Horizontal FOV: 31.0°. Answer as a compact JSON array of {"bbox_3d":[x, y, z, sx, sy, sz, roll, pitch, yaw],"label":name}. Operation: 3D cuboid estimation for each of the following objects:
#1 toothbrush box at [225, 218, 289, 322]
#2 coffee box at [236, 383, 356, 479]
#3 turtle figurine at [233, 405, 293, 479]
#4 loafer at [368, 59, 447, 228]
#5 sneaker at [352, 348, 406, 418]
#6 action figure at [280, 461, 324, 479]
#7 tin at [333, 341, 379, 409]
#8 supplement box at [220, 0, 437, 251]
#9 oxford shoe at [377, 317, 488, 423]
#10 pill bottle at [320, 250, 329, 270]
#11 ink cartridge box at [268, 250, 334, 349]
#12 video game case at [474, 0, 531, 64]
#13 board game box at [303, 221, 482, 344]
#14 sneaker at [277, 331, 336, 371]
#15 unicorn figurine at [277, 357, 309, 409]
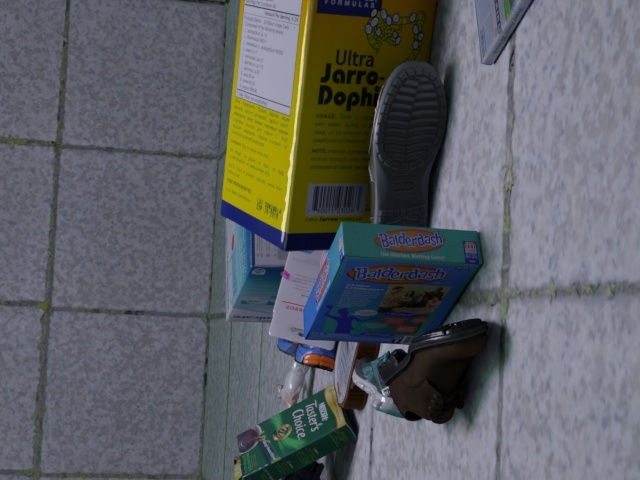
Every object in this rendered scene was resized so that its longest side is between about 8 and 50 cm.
[{"bbox_3d":[-0.093,0.004,2.103,0.295,0.126,0.216,119,151,-65],"label":"toothbrush box"},{"bbox_3d":[-0.040,0.305,1.797,0.040,0.184,0.113,59,-173,-28],"label":"coffee box"},{"bbox_3d":[-0.106,0.390,1.971,0.217,0.087,0.270,-48,-14,-49],"label":"turtle figurine"},{"bbox_3d":[0.096,-0.108,1.464,0.087,0.094,0.251,-124,39,-64],"label":"loafer"},{"bbox_3d":[0.092,0.175,1.519,0.076,0.065,0.166,-68,18,6],"label":"sneaker"},{"bbox_3d":[-0.028,0.480,1.862,0.341,0.178,0.330,-59,1,-34],"label":"action figure"},{"bbox_3d":[0.053,0.167,1.725,0.106,0.040,0.190,-98,16,-58],"label":"tin"},{"bbox_3d":[0.006,-0.182,1.557,0.194,0.195,0.357,29,116,55],"label":"supplement box"},{"bbox_3d":[0.138,0.148,1.277,0.227,0.082,0.096,120,132,-65],"label":"oxford shoe"},{"bbox_3d":[0.048,0.041,1.658,0.160,0.087,0.087,-146,61,-77],"label":"pill bottle"},{"bbox_3d":[-0.012,0.086,1.770,0.062,0.104,0.181,100,-176,-62],"label":"ink cartridge box"},{"bbox_3d":[0.200,-0.282,1.226,0.166,0.015,0.119,116,155,-61],"label":"video game case"},{"bbox_3d":[0.078,0.055,1.346,0.210,0.160,0.047,114,157,-57],"label":"board game box"},{"bbox_3d":[-0.012,0.163,1.964,0.221,0.083,0.087,-165,92,-72],"label":"sneaker"},{"bbox_3d":[-0.045,0.262,2.086,0.111,0.060,0.162,-130,42,-79],"label":"unicorn figurine"}]
